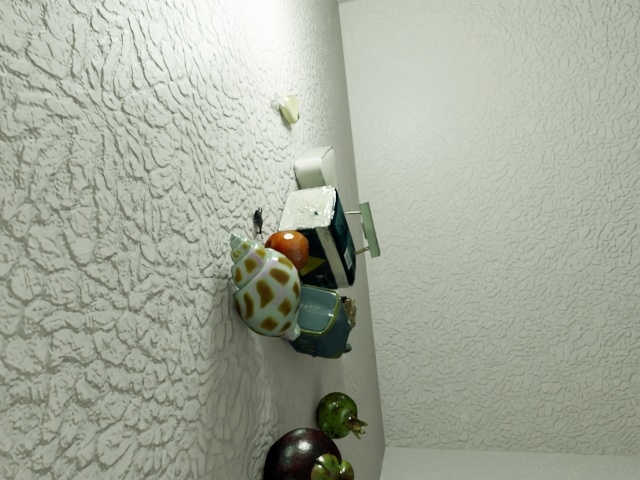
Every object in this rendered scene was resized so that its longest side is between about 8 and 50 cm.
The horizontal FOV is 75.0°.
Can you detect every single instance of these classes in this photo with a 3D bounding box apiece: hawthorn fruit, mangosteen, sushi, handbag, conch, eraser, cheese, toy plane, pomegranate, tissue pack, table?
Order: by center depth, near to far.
[{"bbox_3d":[-0.168,0.148,1.271,0.249,0.197,0.368,-174,-104,-69],"label":"conch"},{"bbox_3d":[-0.037,0.765,1.359,0.300,0.300,0.300,-5,90,-75],"label":"mangosteen"},{"bbox_3d":[-0.215,-0.062,1.478,0.049,0.031,0.121,35,48,-82],"label":"toy plane"},{"bbox_3d":[-0.127,0.044,1.513,0.173,0.173,0.173,-5,90,-75],"label":"hawthorn fruit"},{"bbox_3d":[-0.024,0.316,1.613,0.222,0.263,0.241,-65,149,-29],"label":"handbag"},{"bbox_3d":[0.000,0.000,1.819,0.416,0.253,0.264,70,19,-45],"label":"tissue pack"},{"bbox_3d":[0.185,-0.043,1.838,0.121,0.111,0.240,-34,111,-80],"label":"table"},{"bbox_3d":[-0.156,-0.601,1.841,0.251,0.054,0.127,-5,90,-74],"label":"cheese"},{"bbox_3d":[0.096,0.816,1.927,0.211,0.263,0.211,-6,98,-47],"label":"pomegranate"},{"bbox_3d":[-0.009,-0.353,2.124,0.331,0.150,0.331,-4,90,-73],"label":"eraser"},{"bbox_3d":[0.088,0.389,2.174,0.350,0.171,0.211,24,64,-72],"label":"sushi"}]

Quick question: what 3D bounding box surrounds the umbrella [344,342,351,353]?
[{"bbox_3d":[0.061,0.352,1.931,0.143,0.094,0.349,18,40,-56],"label":"umbrella"}]
